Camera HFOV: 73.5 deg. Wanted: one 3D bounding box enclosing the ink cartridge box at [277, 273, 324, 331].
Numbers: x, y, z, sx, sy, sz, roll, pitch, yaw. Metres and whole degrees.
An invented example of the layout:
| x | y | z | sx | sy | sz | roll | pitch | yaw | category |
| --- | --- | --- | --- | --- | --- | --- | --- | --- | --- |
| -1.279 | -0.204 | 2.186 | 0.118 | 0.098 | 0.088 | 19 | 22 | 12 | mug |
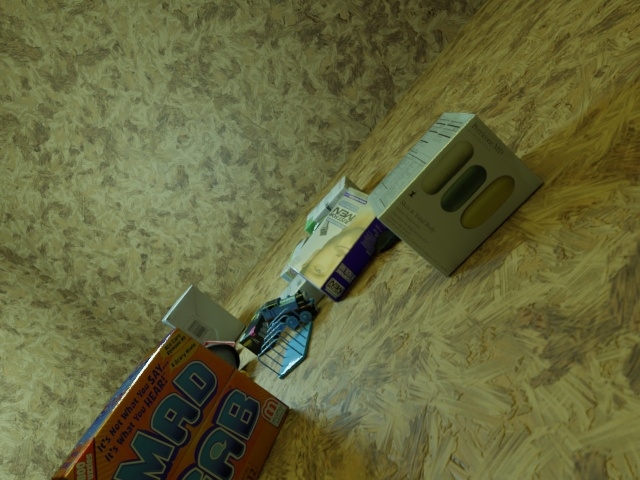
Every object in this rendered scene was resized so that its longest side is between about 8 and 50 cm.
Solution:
| x | y | z | sx | sy | sz | roll | pitch | yaw | category |
| --- | --- | --- | --- | --- | --- | --- | --- | --- | --- |
| -0.071 | 0.198 | 1.552 | 0.219 | 0.092 | 0.160 | -50 | 12 | 6 | ink cartridge box |

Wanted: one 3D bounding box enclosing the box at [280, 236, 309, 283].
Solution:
| x | y | z | sx | sy | sz | roll | pitch | yaw | category |
| --- | --- | --- | --- | --- | --- | --- | --- | --- | --- |
| -0.074 | 0.099 | 1.835 | 0.103 | 0.114 | 0.203 | -43 | 15 | 36 | box |

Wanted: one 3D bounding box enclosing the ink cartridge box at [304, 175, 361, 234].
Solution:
| x | y | z | sx | sy | sz | roll | pitch | yaw | category |
| --- | --- | --- | --- | --- | --- | --- | --- | --- | --- |
| 0.065 | -0.151 | 2.071 | 0.289 | 0.121 | 0.211 | -47 | 12 | 19 | ink cartridge box |

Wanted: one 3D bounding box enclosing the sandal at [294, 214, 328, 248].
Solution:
| x | y | z | sx | sy | sz | roll | pitch | yaw | category |
| --- | --- | --- | --- | --- | --- | --- | --- | --- | --- |
| 0.000 | 0.001 | 1.934 | 0.303 | 0.120 | 0.086 | -47 | 39 | 25 | sandal |

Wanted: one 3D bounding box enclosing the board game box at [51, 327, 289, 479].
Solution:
| x | y | z | sx | sy | sz | roll | pitch | yaw | category |
| --- | --- | --- | --- | --- | --- | --- | --- | --- | --- |
| -0.367 | 0.501 | 1.065 | 0.356 | 0.356 | 0.357 | -38 | 17 | 47 | board game box |

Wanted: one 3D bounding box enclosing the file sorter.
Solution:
| x | y | z | sx | sy | sz | roll | pitch | yaw | category |
| --- | --- | --- | --- | --- | --- | --- | --- | --- | --- |
| -0.108 | 0.308 | 1.317 | 0.118 | 0.104 | 0.170 | -46 | 12 | 22 | file sorter |

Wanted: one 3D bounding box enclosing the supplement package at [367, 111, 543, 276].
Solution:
| x | y | z | sx | sy | sz | roll | pitch | yaw | category |
| --- | --- | --- | --- | --- | --- | --- | --- | --- | --- |
| 0.268 | -0.106 | 0.917 | 0.263 | 0.199 | 0.198 | -48 | 12 | 13 | supplement package |

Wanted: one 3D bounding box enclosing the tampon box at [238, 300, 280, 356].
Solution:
| x | y | z | sx | sy | sz | roll | pitch | yaw | category |
| --- | --- | --- | --- | --- | --- | --- | --- | --- | --- |
| -0.218 | 0.340 | 1.651 | 0.120 | 0.101 | 0.161 | -42 | 14 | 39 | tampon box |

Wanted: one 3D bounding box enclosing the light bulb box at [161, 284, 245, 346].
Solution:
| x | y | z | sx | sy | sz | roll | pitch | yaw | category |
| --- | --- | --- | --- | --- | --- | --- | --- | --- | --- |
| -0.639 | 0.446 | 2.315 | 0.225 | 0.358 | 0.361 | -54 | 11 | -23 | light bulb box |

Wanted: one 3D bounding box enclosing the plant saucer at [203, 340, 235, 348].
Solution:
| x | y | z | sx | sy | sz | roll | pitch | yaw | category |
| --- | --- | --- | --- | --- | --- | --- | --- | --- | --- |
| -0.516 | 0.590 | 1.986 | 0.259 | 0.048 | 0.258 | -10 | 41 | 43 | plant saucer |

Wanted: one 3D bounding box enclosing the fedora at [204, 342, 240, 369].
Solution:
| x | y | z | sx | sy | sz | roll | pitch | yaw | category |
| --- | --- | --- | --- | --- | --- | --- | --- | --- | --- |
| -0.420 | 0.532 | 1.648 | 0.275 | 0.244 | 0.124 | -40 | 39 | -9 | fedora |

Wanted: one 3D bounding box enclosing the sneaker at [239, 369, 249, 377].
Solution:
| x | y | z | sx | sy | sz | roll | pitch | yaw | category |
| --- | --- | --- | --- | --- | --- | --- | --- | --- | --- |
| -0.319 | 0.534 | 1.467 | 0.092 | 0.088 | 0.225 | -40 | 15 | 38 | sneaker |

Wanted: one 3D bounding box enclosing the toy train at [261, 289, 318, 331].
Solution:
| x | y | z | sx | sy | sz | roll | pitch | yaw | category |
| --- | --- | --- | --- | --- | --- | --- | --- | --- | --- |
| -0.103 | 0.232 | 1.425 | 0.184 | 0.105 | 0.080 | -22 | 10 | 10 | toy train |

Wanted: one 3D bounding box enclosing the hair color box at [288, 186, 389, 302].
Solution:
| x | y | z | sx | sy | sz | roll | pitch | yaw | category |
| --- | --- | --- | --- | --- | --- | --- | --- | --- | --- |
| 0.074 | 0.007 | 1.380 | 0.339 | 0.110 | 0.185 | -53 | 43 | -5 | hair color box |

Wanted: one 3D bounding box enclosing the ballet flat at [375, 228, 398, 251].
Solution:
| x | y | z | sx | sy | sz | roll | pitch | yaw | category |
| --- | --- | --- | --- | --- | --- | --- | --- | --- | --- |
| 0.218 | -0.014 | 1.266 | 0.173 | 0.049 | 0.058 | -47 | 38 | 45 | ballet flat |
